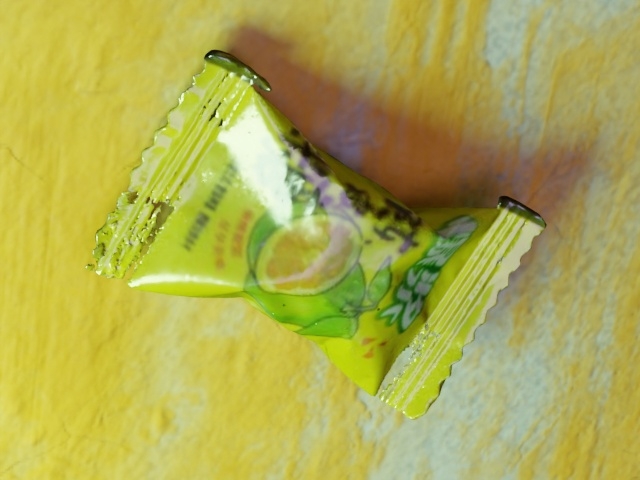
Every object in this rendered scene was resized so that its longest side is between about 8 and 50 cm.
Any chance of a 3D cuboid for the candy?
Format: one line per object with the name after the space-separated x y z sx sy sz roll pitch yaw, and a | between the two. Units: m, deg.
0.000 0.000 1.418 0.297 0.081 0.187 28 101 -23 | candy
